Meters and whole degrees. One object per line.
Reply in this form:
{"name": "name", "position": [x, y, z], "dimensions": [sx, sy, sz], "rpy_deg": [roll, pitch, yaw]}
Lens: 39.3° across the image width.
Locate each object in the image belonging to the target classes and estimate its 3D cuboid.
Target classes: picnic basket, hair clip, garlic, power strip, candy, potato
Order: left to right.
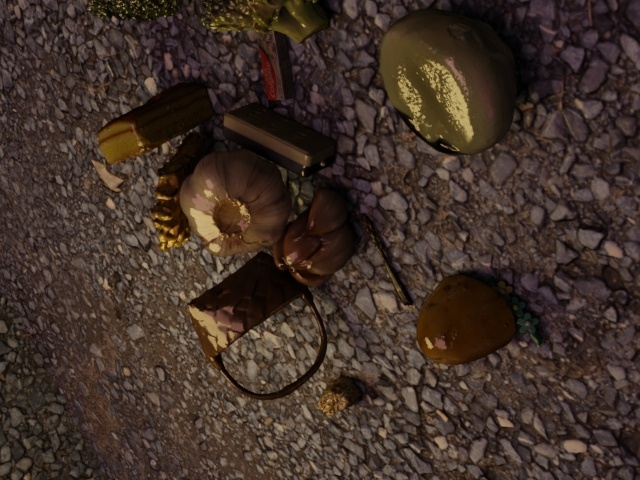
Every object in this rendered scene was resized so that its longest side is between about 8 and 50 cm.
{"name": "garlic", "position": [-0.179, -0.111, 1.988], "dimensions": [0.245, 0.253, 0.245], "rpy_deg": [3, 123, 4]}
{"name": "picnic basket", "position": [-0.133, 0.216, 2.126], "dimensions": [0.337, 0.293, 0.337], "rpy_deg": [53, 172, 10]}
{"name": "power strip", "position": [-0.088, -0.223, 1.966], "dimensions": [0.256, 0.105, 0.070], "rpy_deg": [30, 129, 25]}
{"name": "garlic", "position": [0.000, 0.000, 1.995], "dimensions": [0.160, 0.191, 0.214], "rpy_deg": [35, 129, -17]}
{"name": "candy", "position": [0.046, 0.390, 2.231], "dimensions": [0.095, 0.110, 0.085], "rpy_deg": [-42, 84, 32]}
{"name": "potato", "position": [0.274, 0.181, 1.827], "dimensions": [0.203, 0.158, 0.178], "rpy_deg": [30, 141, 34]}
{"name": "hair clip", "position": [0.397, 0.140, 1.805], "dimensions": [0.173, 0.049, 0.049], "rpy_deg": [52, 138, 6]}

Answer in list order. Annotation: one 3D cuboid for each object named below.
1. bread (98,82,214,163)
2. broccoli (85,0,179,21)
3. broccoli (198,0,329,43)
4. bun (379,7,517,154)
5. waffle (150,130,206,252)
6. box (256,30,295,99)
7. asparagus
{"name": "bread", "position": [-0.393, -0.281, 2.115], "dimensions": [0.184, 0.234, 0.110], "rpy_deg": [-9, 112, 46]}
{"name": "broccoli", "position": [-0.398, -0.633, 1.923], "dimensions": [0.293, 0.348, 0.281], "rpy_deg": [-14, 71, 8]}
{"name": "broccoli", "position": [-0.096, -0.467, 1.743], "dimensions": [0.245, 0.248, 0.288], "rpy_deg": [44, 168, -17]}
{"name": "bun", "position": [0.242, -0.293, 1.587], "dimensions": [0.283, 0.179, 0.283], "rpy_deg": [44, 157, 25]}
{"name": "waffle", "position": [-0.326, -0.123, 2.114], "dimensions": [0.065, 0.309, 0.283], "rpy_deg": [7, 165, 7]}
{"name": "box", "position": [-0.101, -0.407, 1.911], "dimensions": [0.055, 0.039, 0.218], "rpy_deg": [12, 122, 36]}
{"name": "asparagus", "position": [0.144, 0.044, 1.985], "dimensions": [0.022, 0.023, 0.233], "rpy_deg": [-27, 98, 3]}
